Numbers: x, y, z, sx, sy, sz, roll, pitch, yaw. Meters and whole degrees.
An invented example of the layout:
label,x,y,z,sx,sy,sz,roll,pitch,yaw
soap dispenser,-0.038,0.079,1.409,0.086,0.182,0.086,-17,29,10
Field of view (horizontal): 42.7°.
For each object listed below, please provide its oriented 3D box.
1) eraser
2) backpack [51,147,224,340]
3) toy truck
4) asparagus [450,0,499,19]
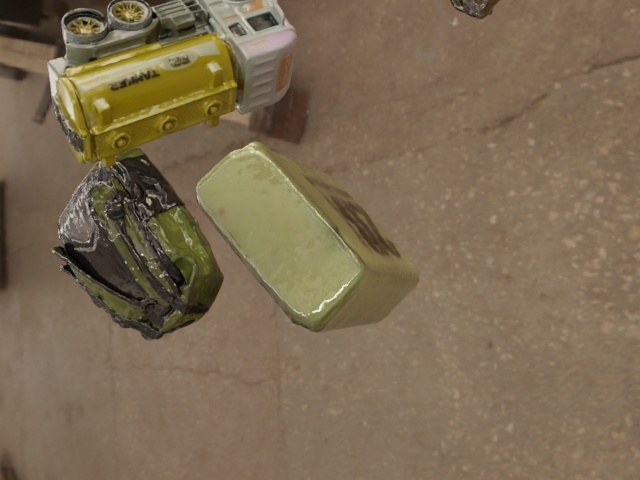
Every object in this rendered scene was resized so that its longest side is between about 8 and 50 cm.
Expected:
label,x,y,z,sx,sy,sz,roll,pitch,yaw
eraser,0.000,0.000,0.547,0.058,0.172,0.117,-43,75,11
backpack,-0.253,0.015,1.138,0.253,0.140,0.207,50,129,10
toy truck,-0.126,-0.145,0.713,0.114,0.226,0.098,52,151,25
asparagus,0.093,-0.230,0.534,0.080,0.080,0.287,-48,26,41
